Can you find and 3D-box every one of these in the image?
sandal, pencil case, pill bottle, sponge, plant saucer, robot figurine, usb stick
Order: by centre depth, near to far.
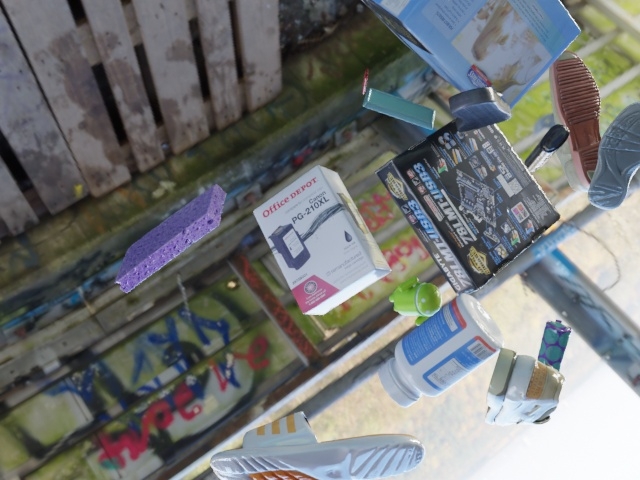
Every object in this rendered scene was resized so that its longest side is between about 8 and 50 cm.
[{"bbox_3d":[-0.003,0.258,0.890,0.265,0.076,0.102,-9,132,8],"label":"sandal"},{"bbox_3d":[-0.251,-0.006,1.197,0.210,0.117,0.031,-35,115,16],"label":"sponge"},{"bbox_3d":[0.271,-0.232,1.206,0.097,0.055,0.254,-12,176,14],"label":"sandal"},{"bbox_3d":[0.215,0.208,1.307,0.221,0.124,0.124,-40,158,20],"label":"pill bottle"},{"bbox_3d":[0.194,0.118,1.427,0.115,0.101,0.067,-4,-151,47],"label":"robot figurine"},{"bbox_3d":[0.522,-0.212,1.655,0.077,0.045,0.278,-45,172,4],"label":"usb stick"},{"bbox_3d":[0.559,0.272,1.720,0.070,0.064,0.152,-21,124,-66],"label":"pencil case"},{"bbox_3d":[0.207,-0.343,1.840,0.018,0.192,0.067,114,-7,-55],"label":"plant saucer"}]

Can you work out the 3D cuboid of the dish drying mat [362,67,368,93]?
[{"bbox_3d":[0.116,-0.412,1.844,0.008,0.032,0.083,3,164,-1],"label":"dish drying mat"}]

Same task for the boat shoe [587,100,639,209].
[{"bbox_3d":[0.736,-0.215,1.728,0.320,0.118,0.103,88,26,-48],"label":"boat shoe"}]

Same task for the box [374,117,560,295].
[{"bbox_3d":[0.296,-0.087,1.402,0.293,0.296,0.073,-35,180,-31],"label":"box"}]

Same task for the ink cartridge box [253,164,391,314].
[{"bbox_3d":[0.000,0.000,1.383,0.172,0.237,0.100,-34,161,18],"label":"ink cartridge box"}]

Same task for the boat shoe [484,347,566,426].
[{"bbox_3d":[0.329,0.253,1.147,0.302,0.103,0.113,50,58,-67],"label":"boat shoe"}]

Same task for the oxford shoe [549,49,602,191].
[{"bbox_3d":[0.691,-0.323,1.977,0.140,0.397,0.146,-10,177,-15],"label":"oxford shoe"}]

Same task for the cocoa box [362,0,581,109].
[{"bbox_3d":[0.264,-0.430,1.309,0.347,0.228,0.231,29,107,-42],"label":"cocoa box"}]
